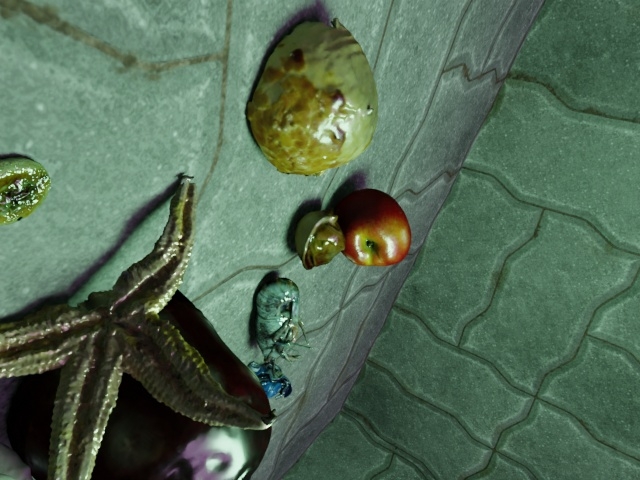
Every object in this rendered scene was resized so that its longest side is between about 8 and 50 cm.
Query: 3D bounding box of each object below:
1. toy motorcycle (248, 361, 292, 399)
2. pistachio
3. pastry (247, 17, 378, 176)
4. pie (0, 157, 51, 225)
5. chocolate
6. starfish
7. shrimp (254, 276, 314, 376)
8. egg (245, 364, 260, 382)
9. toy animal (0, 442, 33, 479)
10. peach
[{"bbox_3d":[-0.168,0.437,1.385,0.254,0.135,0.092,-7,126,-64],"label":"toy motorcycle"},{"bbox_3d":[0.000,0.000,1.173,0.165,0.130,0.210,-57,172,-22],"label":"pistachio"},{"bbox_3d":[0.010,-0.231,0.817,0.237,0.170,0.256,-52,153,-24],"label":"pastry"},{"bbox_3d":[-0.332,-0.052,0.498,0.084,0.021,0.084,-46,156,-28],"label":"pie"},{"bbox_3d":[-0.246,0.299,0.760,0.383,0.331,0.383,-49,158,-28],"label":"chocolate"},{"bbox_3d":[-0.263,0.130,0.590,0.398,0.384,0.132,-21,157,-36],"label":"starfish"},{"bbox_3d":[-0.101,0.258,1.237,0.137,0.172,0.372,-16,128,-13],"label":"shrimp"},{"bbox_3d":[-0.244,0.410,1.064,0.269,0.219,0.219,-54,159,-14],"label":"egg"},{"bbox_3d":[-0.485,0.389,0.519,0.271,0.206,0.265,-57,163,3],"label":"toy animal"},{"bbox_3d":[0.146,-0.037,1.283,0.243,0.243,0.199,-28,153,-53],"label":"peach"}]
